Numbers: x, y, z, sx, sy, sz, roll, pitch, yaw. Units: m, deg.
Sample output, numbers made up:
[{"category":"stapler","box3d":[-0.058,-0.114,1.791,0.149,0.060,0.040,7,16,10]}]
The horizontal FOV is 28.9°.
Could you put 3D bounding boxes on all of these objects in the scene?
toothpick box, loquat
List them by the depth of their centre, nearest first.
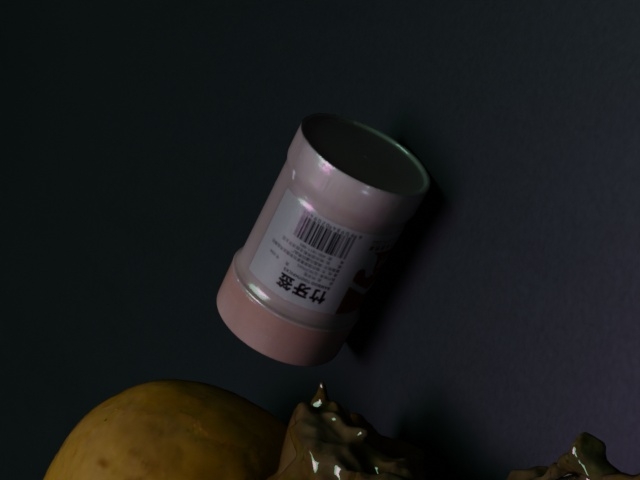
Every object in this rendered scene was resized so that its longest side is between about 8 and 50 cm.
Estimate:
[{"category":"toothpick box","box3d":[0.000,0.000,0.858,0.149,0.098,0.098,-63,36,27]},{"category":"loquat","box3d":[-0.098,0.198,0.869,0.208,0.208,0.208,-20,66,55]}]

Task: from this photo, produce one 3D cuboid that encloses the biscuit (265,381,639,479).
[{"category":"biscuit","box3d":[0.087,0.216,0.654,0.366,0.115,0.268,-5,79,58]}]
